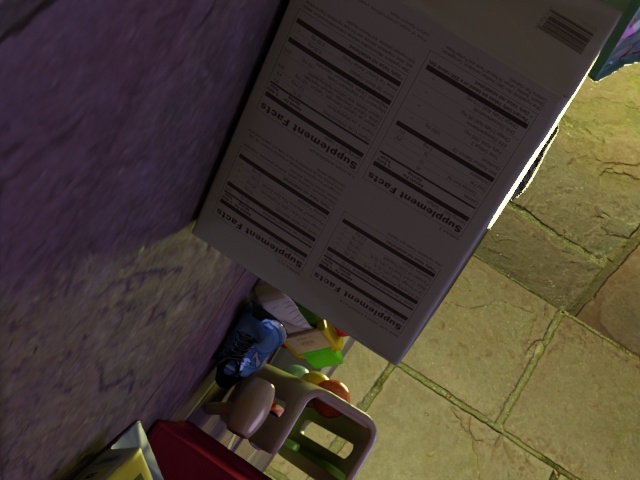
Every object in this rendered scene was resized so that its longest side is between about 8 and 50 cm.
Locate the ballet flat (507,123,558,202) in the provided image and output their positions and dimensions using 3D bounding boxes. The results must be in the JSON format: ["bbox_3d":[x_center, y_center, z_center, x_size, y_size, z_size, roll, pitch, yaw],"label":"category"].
[{"bbox_3d":[0.310,-0.262,1.580,0.182,0.164,0.482,-44,-163,41],"label":"ballet flat"}]

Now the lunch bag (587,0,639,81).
[{"bbox_3d":[0.291,-0.338,1.081,0.160,0.223,0.262,-26,149,-44],"label":"lunch bag"}]

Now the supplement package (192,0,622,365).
[{"bbox_3d":[0.065,-0.090,0.814,0.199,0.198,0.262,-48,169,-53],"label":"supplement package"}]

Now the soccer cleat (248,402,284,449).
[{"bbox_3d":[-0.068,0.341,2.238,0.248,0.083,0.095,-53,168,-8],"label":"soccer cleat"}]

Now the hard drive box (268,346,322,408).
[{"bbox_3d":[-0.003,0.173,1.899,0.232,0.089,0.181,-60,172,22],"label":"hard drive box"}]

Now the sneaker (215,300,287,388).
[{"bbox_3d":[-0.091,0.137,1.287,0.073,0.063,0.162,-48,168,-37],"label":"sneaker"}]

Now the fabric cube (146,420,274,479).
[{"bbox_3d":[-0.144,0.395,1.270,0.254,0.258,0.259,-55,172,-7],"label":"fabric cube"}]

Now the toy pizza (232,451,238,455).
[{"bbox_3d":[-0.164,0.393,1.478,0.032,0.201,0.201,38,83,-42],"label":"toy pizza"}]

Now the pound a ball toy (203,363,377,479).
[{"bbox_3d":[-0.054,0.228,1.467,0.135,0.208,0.319,-59,-163,-10],"label":"pound a ball toy"}]

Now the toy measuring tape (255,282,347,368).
[{"bbox_3d":[-0.027,0.082,1.412,0.121,0.121,0.330,-56,155,-11],"label":"toy measuring tape"}]

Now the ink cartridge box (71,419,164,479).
[{"bbox_3d":[-0.164,0.357,0.959,0.072,0.303,0.307,-16,-170,26],"label":"ink cartridge box"}]
